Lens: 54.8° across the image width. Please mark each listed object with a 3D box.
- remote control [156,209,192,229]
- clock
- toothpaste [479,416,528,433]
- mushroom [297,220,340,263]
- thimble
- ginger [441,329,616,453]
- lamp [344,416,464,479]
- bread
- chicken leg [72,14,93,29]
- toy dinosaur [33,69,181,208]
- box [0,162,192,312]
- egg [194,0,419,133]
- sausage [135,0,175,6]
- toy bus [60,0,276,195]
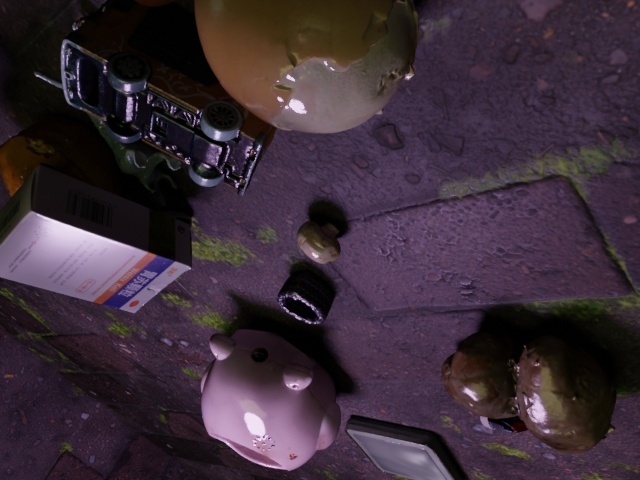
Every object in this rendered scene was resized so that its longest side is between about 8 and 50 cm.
[{"bbox_3d":[-0.351,-0.039,1.265,0.221,0.042,0.078,-1,172,37],"label":"remote control"},{"bbox_3d":[-0.134,0.384,1.489,0.368,0.251,0.377,18,145,17],"label":"clock"},{"bbox_3d":[0.372,0.352,1.199,0.071,0.045,0.193,-9,171,-10],"label":"toothpaste"},{"bbox_3d":[0.000,0.000,1.050,0.083,0.067,0.083,42,-179,-1],"label":"mushroom"},{"bbox_3d":[-0.030,0.116,1.224,0.095,0.066,0.104,-10,131,41],"label":"thimble"},{"bbox_3d":[0.336,0.242,1.059,0.304,0.155,0.244,13,151,37],"label":"ginger"},{"bbox_3d":[0.225,0.576,1.659,0.269,0.047,0.266,0,136,37],"label":"lamp"},{"bbox_3d":[-0.500,-0.116,1.200,0.268,0.146,0.268,17,141,15],"label":"bread"},{"bbox_3d":[-0.294,-0.236,0.973,0.106,0.051,0.253,-20,122,42],"label":"chicken leg"},{"bbox_3d":[-0.316,-0.159,1.051,0.129,0.076,0.383,15,152,18],"label":"toy dinosaur"},{"bbox_3d":[-0.412,0.011,1.113,0.299,0.106,0.200,25,132,-38],"label":"box"},{"bbox_3d":[-0.022,-0.221,0.655,0.244,0.201,0.201,34,148,11],"label":"egg"},{"bbox_3d":[-0.168,-0.329,0.735,0.194,0.077,0.077,-2,135,36],"label":"sausage"},{"bbox_3d":[-0.188,-0.203,0.834,0.275,0.167,0.138,27,147,-4],"label":"toy bus"}]
